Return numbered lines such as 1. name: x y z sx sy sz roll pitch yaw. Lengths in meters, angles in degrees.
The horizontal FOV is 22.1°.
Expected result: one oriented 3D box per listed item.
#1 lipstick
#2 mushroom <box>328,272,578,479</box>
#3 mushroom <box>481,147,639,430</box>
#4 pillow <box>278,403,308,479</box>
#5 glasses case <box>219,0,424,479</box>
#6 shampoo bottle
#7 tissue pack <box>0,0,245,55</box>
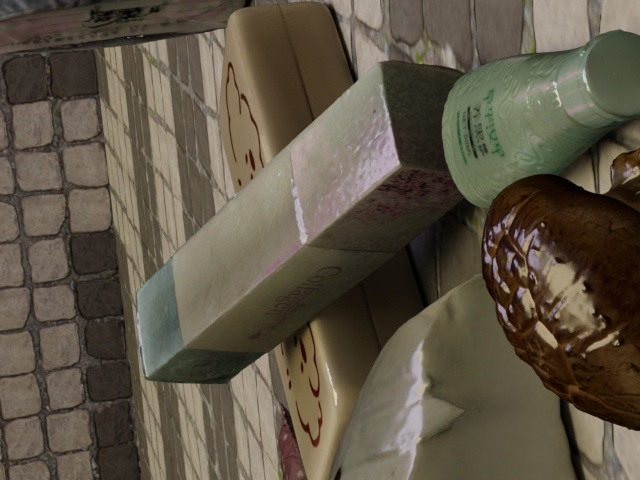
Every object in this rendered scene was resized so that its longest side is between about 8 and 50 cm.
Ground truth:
1. lipstick: -0.016 0.000 0.971 0.317 0.066 0.068 -40 51 50
2. mushroom: 0.058 0.147 0.928 0.159 0.122 0.328 -63 -2 -25
3. mushroom: 0.109 0.022 0.630 0.126 0.085 0.109 -148 50 -81
4. pillow: -0.004 0.222 1.367 0.185 0.043 0.118 -116 15 -63
5. glasses case: 0.000 0.000 1.128 0.144 0.076 0.336 99 159 -54
6. shampoo bottle: 0.099 -0.056 0.728 0.191 0.041 0.069 161 106 -77
7. tissue pack: -0.216 -0.354 1.470 0.122 0.259 0.361 115 144 -74
